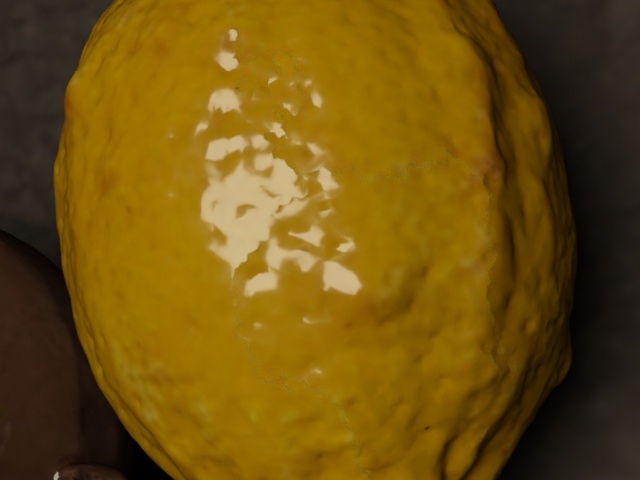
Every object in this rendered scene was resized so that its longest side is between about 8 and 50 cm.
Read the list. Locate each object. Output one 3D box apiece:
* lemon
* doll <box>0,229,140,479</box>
[{"bbox_3d":[0.000,0.000,0.423,0.114,0.114,0.155,-14,81,22],"label":"lemon"},{"bbox_3d":[-0.120,0.074,0.480,0.188,0.096,0.145,-29,63,28],"label":"doll"}]
